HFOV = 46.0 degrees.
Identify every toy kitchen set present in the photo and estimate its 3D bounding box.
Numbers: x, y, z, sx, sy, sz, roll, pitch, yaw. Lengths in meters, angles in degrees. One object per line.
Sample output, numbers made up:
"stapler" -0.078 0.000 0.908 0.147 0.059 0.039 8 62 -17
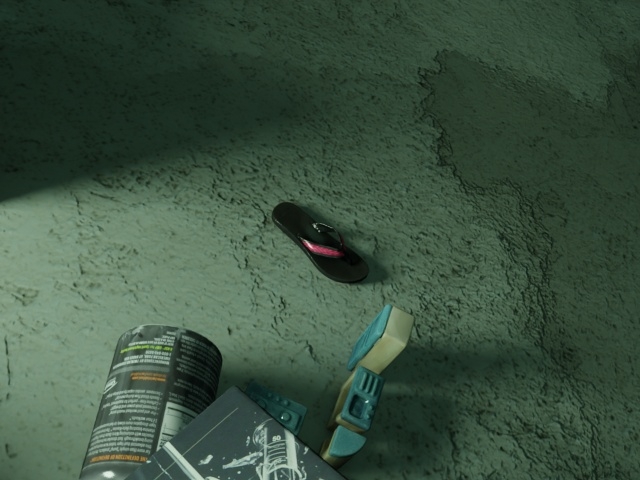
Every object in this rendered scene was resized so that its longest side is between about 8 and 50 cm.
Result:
"toy kitchen set" 0.005 0.169 0.985 0.166 0.122 0.207 27 50 -4

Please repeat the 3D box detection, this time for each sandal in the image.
"sandal" 0.000 0.000 1.156 0.179 0.040 0.067 40 50 7

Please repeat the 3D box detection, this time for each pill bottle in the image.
"pill bottle" -0.193 0.228 0.849 0.130 0.130 0.245 17 52 -13

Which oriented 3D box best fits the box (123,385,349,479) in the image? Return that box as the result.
"box" -0.087 0.351 0.627 0.343 0.179 0.312 -39 38 -22
